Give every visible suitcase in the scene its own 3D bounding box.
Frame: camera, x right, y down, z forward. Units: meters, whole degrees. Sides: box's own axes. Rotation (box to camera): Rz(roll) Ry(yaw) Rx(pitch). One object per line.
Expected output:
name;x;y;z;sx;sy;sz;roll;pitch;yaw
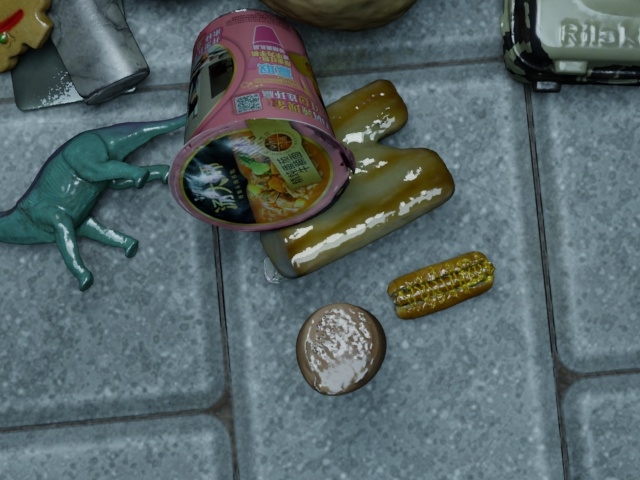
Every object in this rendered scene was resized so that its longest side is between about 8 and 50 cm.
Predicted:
suitcase;0.440;-0.394;1.287;0.352;0.194;0.339;2;85;-1

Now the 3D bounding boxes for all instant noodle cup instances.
instant noodle cup;-0.091;-0.176;1.214;0.244;0.244;0.255;-6;55;-1

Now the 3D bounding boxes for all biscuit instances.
biscuit;0.025;-0.092;1.298;0.291;0.062;0.237;-29;64;-3
biscuit;-0.485;-0.372;1.307;0.239;0.041;0.212;43;118;13

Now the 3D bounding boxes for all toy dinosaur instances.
toy dinosaur;-0.406;-0.112;1.313;0.331;0.129;0.383;29;86;9

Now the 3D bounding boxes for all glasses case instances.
glasses case;-0.366;-0.359;1.317;0.114;0.060;0.299;-27;87;2

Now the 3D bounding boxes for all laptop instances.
laptop;-0.394;-0.342;1.356;0.188;0.015;0.269;-10;87;-1

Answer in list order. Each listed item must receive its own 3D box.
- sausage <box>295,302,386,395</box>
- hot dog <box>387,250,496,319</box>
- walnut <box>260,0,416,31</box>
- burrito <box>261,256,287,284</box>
sausage;0.031;0.147;1.223;0.123;0.253;0.123;0;85;4
hot dog;0.185;0.068;1.331;0.165;0.045;0.071;-20;86;-1
walnut;0.028;-0.468;1.201;0.381;0.381;0.381;0;87;-1
burrito;0.001;0.001;1.326;0.203;0.064;0.064;-32;88;-4
